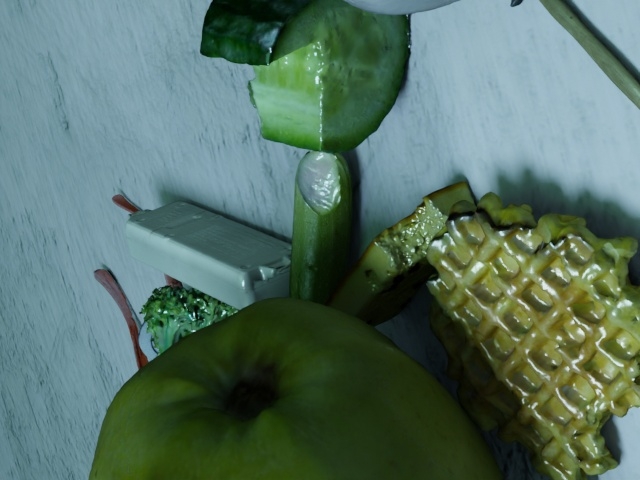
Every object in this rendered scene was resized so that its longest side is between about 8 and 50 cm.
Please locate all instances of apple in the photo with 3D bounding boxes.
[{"bbox_3d":[-0.026,0.298,1.424,0.474,0.474,0.473,31,131,44],"label":"apple"}]

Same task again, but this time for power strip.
[{"bbox_3d":[-0.138,0.014,1.771,0.338,0.098,0.058,22,128,50],"label":"power strip"}]

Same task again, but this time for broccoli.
[{"bbox_3d":[-0.169,0.165,1.786,0.194,0.194,0.219,55,135,22],"label":"broccoli"}]

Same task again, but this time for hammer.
[{"bbox_3d":[0.232,-0.163,1.217,0.199,0.013,0.062,54,144,24],"label":"hammer"}]

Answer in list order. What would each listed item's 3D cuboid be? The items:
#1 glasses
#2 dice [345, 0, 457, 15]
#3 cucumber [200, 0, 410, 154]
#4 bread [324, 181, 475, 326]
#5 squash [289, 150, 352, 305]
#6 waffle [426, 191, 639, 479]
[{"bbox_3d":[-0.231,0.083,2.004,0.234,0.118,0.268,109,151,-46],"label":"glasses"},{"bbox_3d":[0.084,-0.315,1.182,0.193,0.192,0.194,-46,64,53],"label":"dice"},{"bbox_3d":[-0.006,-0.190,1.416,0.130,0.191,0.191,26,128,49],"label":"cucumber"},{"bbox_3d":[0.080,0.023,1.471,0.049,0.088,0.226,60,147,18],"label":"bread"},{"bbox_3d":[0.000,0.000,1.591,0.069,0.069,0.238,37,135,40],"label":"squash"},{"bbox_3d":[0.211,0.095,1.334,0.282,0.058,0.300,33,137,35],"label":"waffle"}]
